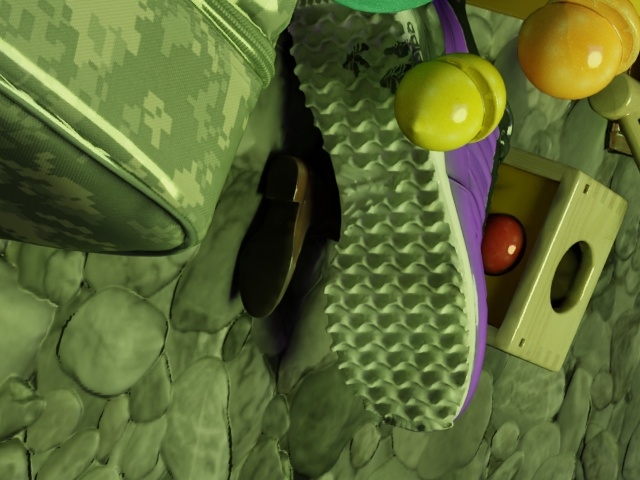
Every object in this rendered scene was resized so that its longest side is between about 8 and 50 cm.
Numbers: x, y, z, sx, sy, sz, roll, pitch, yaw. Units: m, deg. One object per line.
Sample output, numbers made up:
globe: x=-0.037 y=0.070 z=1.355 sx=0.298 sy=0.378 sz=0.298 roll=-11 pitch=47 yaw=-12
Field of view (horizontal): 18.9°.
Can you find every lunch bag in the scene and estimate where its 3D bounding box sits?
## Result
lunch bag: x=-0.143 y=-0.169 z=0.768 sx=0.305 sy=0.213 sz=0.256 roll=39 pitch=63 yaw=-42

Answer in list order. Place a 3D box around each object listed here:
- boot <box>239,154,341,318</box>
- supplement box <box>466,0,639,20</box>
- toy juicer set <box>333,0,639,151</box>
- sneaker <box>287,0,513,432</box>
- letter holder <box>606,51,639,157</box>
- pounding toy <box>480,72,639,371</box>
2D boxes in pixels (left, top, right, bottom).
boot: x=0.000 y=0.000 z=1.217 sx=0.114 sy=0.037 sz=0.106 roll=8 pitch=100 yaw=-59
supplement box: x=0.177 y=-0.252 z=1.233 sx=0.191 sy=0.129 sz=0.194 roll=-20 pitch=124 yaw=-47
toy juicer set: x=0.036 y=-0.156 z=1.066 sx=0.329 sy=0.089 sz=0.209 roll=-1 pitch=103 yaw=-19
sneaker: x=0.073 y=-0.032 z=1.195 sx=0.146 sy=0.102 sz=0.293 roll=-22 pitch=108 yaw=-54
letter holder: x=0.383 y=-0.181 z=1.531 sx=0.302 sy=0.152 sz=0.214 roll=-19 pitch=121 yaw=-47
pounding toy: x=0.148 y=-0.026 z=1.271 sx=0.094 sy=0.181 sz=0.206 roll=24 pitch=88 yaw=-55
